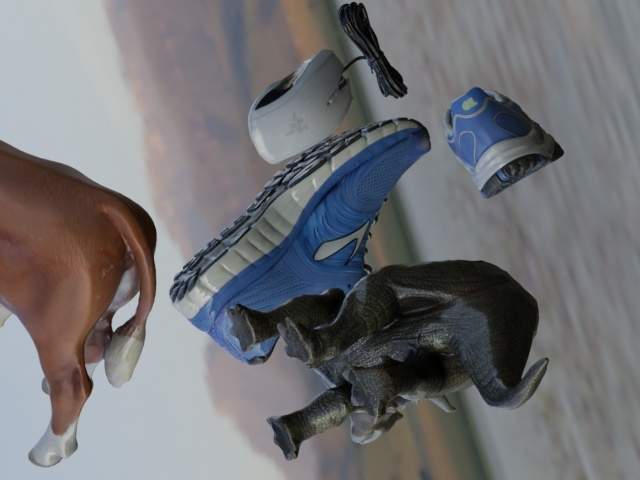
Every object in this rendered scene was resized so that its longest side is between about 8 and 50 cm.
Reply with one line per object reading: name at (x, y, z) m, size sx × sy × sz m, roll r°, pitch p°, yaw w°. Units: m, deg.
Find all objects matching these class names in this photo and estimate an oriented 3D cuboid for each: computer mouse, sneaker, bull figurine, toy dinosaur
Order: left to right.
bull figurine at (-0.219, -0.005, 1.117) m, size 0.310 × 0.101 × 0.188 m, roll 26°, pitch 124°, yaw 34°
sneaker at (0.000, 0.000, 1.937) m, size 0.147 × 0.330 × 0.130 m, roll 51°, pitch 159°, yaw -14°
computer mouse at (0.008, -0.133, 1.713) m, size 0.193 × 0.042 × 0.106 m, roll -45°, pitch -58°, yaw -38°
toy dinosaur at (0.053, 0.053, 1.103) m, size 0.121 × 0.160 × 0.313 m, roll 63°, pitch 151°, yaw 4°
sneaker at (0.148, -0.085, 1.555) m, size 0.081 × 0.080 × 0.211 m, roll 59°, pitch -176°, yaw 3°
